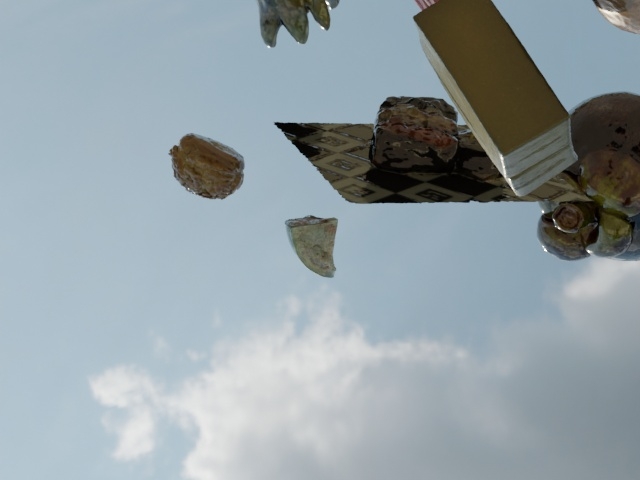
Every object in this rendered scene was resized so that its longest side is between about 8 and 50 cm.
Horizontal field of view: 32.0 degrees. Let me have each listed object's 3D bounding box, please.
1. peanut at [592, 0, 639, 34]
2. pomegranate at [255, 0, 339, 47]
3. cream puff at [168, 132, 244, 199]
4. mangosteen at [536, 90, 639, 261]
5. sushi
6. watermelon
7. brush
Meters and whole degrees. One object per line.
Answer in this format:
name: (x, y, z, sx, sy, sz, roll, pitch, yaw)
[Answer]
peanut: (0.172, -0.167, 0.598, 0.076, 0.152, 0.076, -11, -120, 20)
pomegranate: (-0.063, -0.340, 1.155, 0.242, 0.306, 0.242, -34, -155, 18)
cream puff: (-0.205, -0.128, 2.012, 0.144, 0.103, 0.126, 17, -161, -37)
mangosteen: (0.498, -0.088, 1.879, 0.297, 0.297, 0.313, 36, -90, 35)
sushi: (0.098, -0.095, 1.014, 0.231, 0.047, 0.219, -2, -156, -19)
watermelon: (0.000, 0.000, 1.250, 0.061, 0.085, 0.085, -38, -141, 18)
brush: (0.072, -0.140, 0.677, 0.047, 0.103, 0.233, -32, -108, 6)
